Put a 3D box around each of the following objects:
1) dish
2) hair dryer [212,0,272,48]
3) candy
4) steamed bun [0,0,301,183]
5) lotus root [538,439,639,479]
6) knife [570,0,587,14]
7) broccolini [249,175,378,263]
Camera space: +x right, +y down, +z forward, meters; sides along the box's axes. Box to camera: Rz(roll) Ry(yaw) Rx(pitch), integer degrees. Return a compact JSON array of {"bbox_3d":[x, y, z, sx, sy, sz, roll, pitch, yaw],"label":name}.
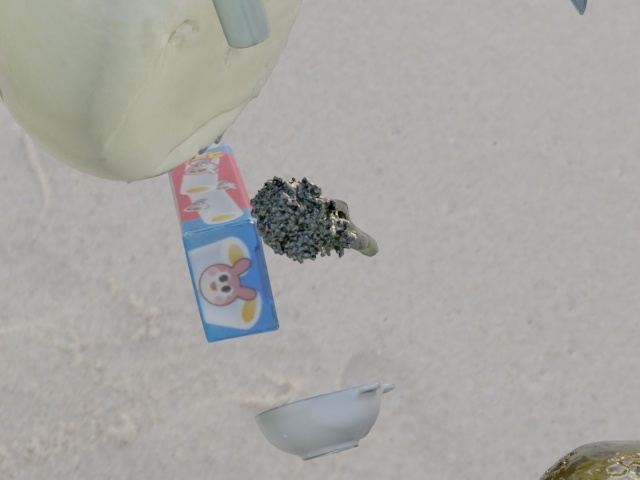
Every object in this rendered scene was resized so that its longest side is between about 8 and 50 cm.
[{"bbox_3d":[0.017,0.287,2.093,0.228,0.236,0.086,-9,78,-26],"label":"dish"},{"bbox_3d":[-0.036,-0.209,1.077,0.038,0.063,0.124,19,48,41],"label":"hair dryer"},{"bbox_3d":[-0.133,-0.002,1.779,0.100,0.157,0.306,-13,24,-7],"label":"candy"},{"bbox_3d":[-0.173,-0.242,1.285,0.233,0.312,0.334,32,33,15],"label":"steamed bun"},{"bbox_3d":[0.220,0.211,0.866,0.275,0.160,0.152,32,57,-57],"label":"lotus root"},{"bbox_3d":[0.220,-0.315,1.372,0.210,0.028,0.015,48,29,-23],"label":"knife"},{"bbox_3d":[0.006,-0.019,1.152,0.091,0.068,0.202,14,6,20],"label":"broccolini"}]
